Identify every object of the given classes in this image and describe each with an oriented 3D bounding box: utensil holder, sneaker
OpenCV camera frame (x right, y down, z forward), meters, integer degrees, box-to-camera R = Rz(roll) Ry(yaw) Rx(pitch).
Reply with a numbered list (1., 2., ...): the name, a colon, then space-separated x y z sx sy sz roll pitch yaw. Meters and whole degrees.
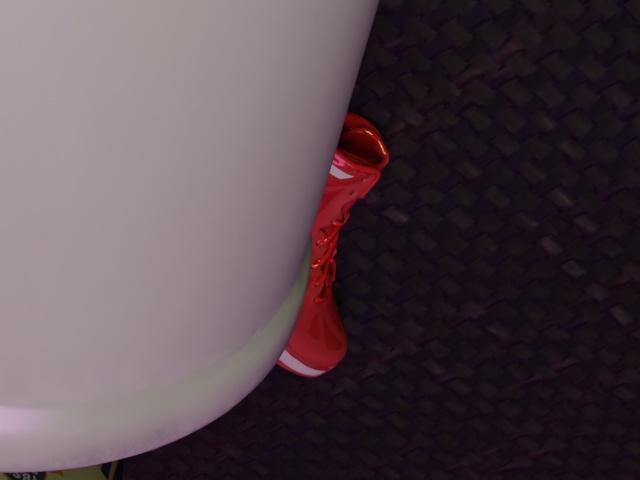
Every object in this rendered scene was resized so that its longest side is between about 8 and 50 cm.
1. utensil holder: -0.121 -0.146 0.595 0.327 0.328 0.385 10 130 -10
2. sneaker: 0.000 0.000 0.890 0.128 0.087 0.221 -18 132 18

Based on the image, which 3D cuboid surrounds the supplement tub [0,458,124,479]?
1. supplement tub: -0.250 0.172 0.884 0.235 0.325 0.235 0 133 0
